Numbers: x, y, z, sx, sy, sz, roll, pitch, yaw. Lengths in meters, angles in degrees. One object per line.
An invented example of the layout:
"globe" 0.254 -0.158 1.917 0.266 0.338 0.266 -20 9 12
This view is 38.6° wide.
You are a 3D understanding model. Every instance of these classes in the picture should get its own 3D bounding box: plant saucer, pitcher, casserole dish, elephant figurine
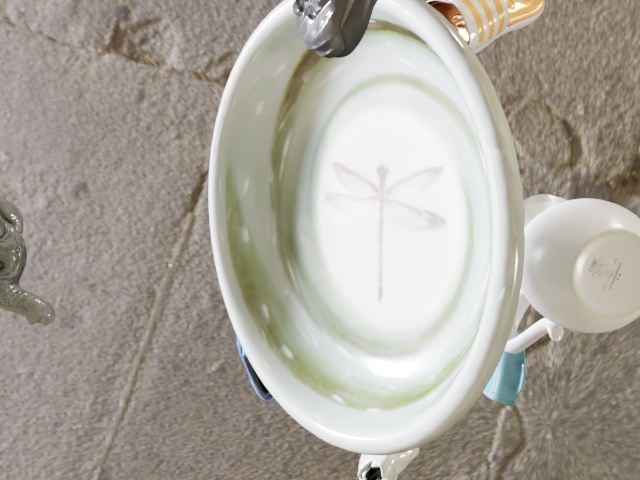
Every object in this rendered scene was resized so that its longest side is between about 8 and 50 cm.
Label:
"plant saucer" 0.043 -0.020 0.801 0.400 0.100 0.400 10 103 52
"pitcher" 0.239 0.044 0.904 0.125 0.207 0.177 19 94 -8
"casserole dish" 0.249 0.171 1.359 0.037 0.188 0.114 5 103 -13
"elephant figurine" -0.487 0.000 1.283 0.239 0.186 0.169 2 37 -3

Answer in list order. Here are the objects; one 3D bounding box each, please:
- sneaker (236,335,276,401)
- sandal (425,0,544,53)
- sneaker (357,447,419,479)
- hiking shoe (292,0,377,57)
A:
"sneaker" -0.071 0.090 1.094 0.069 0.082 0.209 -11 93 13
"sandal" 0.227 -0.330 1.261 0.265 0.076 0.102 -31 72 -34
"sneaker" 0.065 0.271 1.085 0.054 0.152 0.061 42 59 14
"hiking shoe" 0.064 -0.208 0.590 0.114 0.086 0.227 27 77 -24
